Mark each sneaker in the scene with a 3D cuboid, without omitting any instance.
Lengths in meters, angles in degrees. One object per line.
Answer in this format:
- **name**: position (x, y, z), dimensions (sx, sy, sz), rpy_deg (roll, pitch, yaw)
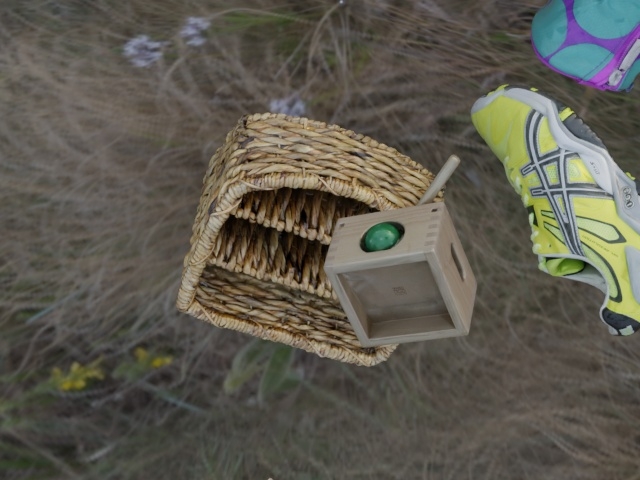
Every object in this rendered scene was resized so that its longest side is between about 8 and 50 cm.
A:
- **sneaker**: position (0.294, -0.048, 1.471), dimensions (0.147, 0.145, 0.384), rpy_deg (-40, 55, -1)

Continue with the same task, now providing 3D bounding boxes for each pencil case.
- **pencil case**: position (0.173, -0.140, 0.601), dimensions (0.064, 0.070, 0.151), rpy_deg (11, 136, -31)

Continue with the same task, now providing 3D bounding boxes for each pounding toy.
- **pounding toy**: position (0.084, 0.012, 1.155), dimensions (0.130, 0.100, 0.141), rpy_deg (-9, 128, 23)

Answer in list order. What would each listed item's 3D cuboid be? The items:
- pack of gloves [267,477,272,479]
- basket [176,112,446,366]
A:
- **pack of gloves**: position (-0.081, 0.411, 1.365), dimensions (0.232, 0.046, 0.195), rpy_deg (-39, 102, 7)
- **basket**: position (0.000, 0.000, 1.523), dimensions (0.299, 0.213, 0.223), rpy_deg (19, 59, -17)
